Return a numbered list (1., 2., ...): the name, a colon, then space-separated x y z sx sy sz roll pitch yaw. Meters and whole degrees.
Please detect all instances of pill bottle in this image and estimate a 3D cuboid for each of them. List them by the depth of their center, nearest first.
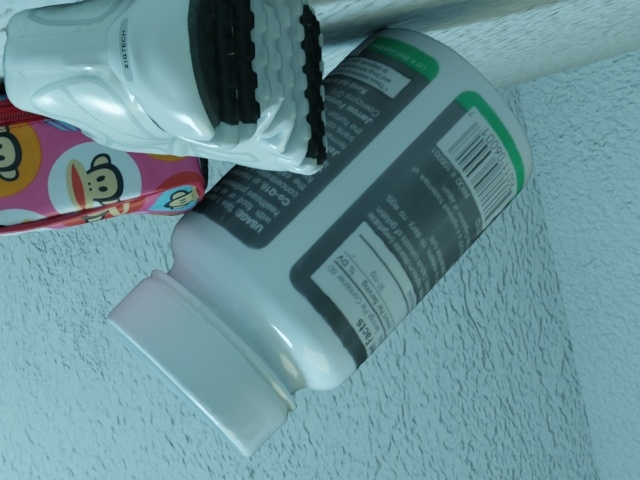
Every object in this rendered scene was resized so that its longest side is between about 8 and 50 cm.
1. pill bottle: 0.000 0.000 0.892 0.361 0.204 0.204 -45 -167 -14

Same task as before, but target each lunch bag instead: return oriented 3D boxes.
1. lunch bag: -0.237 -0.057 0.842 0.258 0.120 0.293 -13 -175 -13

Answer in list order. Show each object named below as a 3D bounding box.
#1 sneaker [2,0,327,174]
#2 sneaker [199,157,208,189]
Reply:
1. sneaker: -0.068 -0.091 0.573 0.118 0.110 0.292 -4 178 15
2. sneaker: -0.256 -0.114 1.393 0.130 0.109 0.286 -4 179 26
